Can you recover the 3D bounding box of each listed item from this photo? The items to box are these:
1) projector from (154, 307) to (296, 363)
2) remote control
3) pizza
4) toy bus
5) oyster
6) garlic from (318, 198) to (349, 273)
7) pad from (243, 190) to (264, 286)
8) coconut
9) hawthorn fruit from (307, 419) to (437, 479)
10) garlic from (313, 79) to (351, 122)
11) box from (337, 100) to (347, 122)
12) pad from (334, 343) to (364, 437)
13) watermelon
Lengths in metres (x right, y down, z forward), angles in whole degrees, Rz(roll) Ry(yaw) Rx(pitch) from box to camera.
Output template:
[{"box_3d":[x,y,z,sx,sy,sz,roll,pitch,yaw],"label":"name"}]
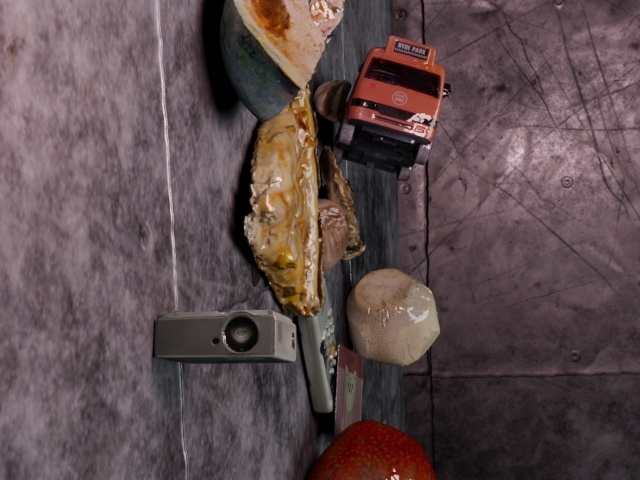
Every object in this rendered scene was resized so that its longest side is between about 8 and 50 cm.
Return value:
[{"box_3d":[-0.112,0.117,1.060,0.115,0.147,0.061,41,48,-75],"label":"projector"},{"box_3d":[-0.001,0.215,1.833,0.140,0.056,0.296,-78,163,-55],"label":"remote control"},{"box_3d":[-0.050,-0.097,1.563,0.435,0.080,0.392,73,18,-65],"label":"pizza"},{"box_3d":[0.151,-0.280,1.973,0.427,0.203,0.233,125,-20,-83],"label":"toy bus"},{"box_3d":[0.033,-0.077,2.004,0.166,0.094,0.294,-108,-179,-74],"label":"oyster"},{"box_3d":[0.004,0.004,1.855,0.128,0.090,0.198,-48,144,-52],"label":"garlic"},{"box_3d":[-0.106,-0.013,1.467,0.112,0.003,0.157,-62,149,-68],"label":"pad"},{"box_3d":[0.193,0.216,2.329,0.245,0.245,0.247,-77,156,-50],"label":"coconut"},{"box_3d":[0.097,0.503,1.799,0.369,0.284,0.285,-99,-179,-59],"label":"hawthorn fruit"},{"box_3d":[0.023,-0.318,1.956,0.113,0.074,0.094,-42,146,-67],"label":"garlic"},{"box_3d":[0.063,-0.328,2.280,0.082,0.023,0.052,55,34,-70],"label":"box"},{"box_3d":[0.068,0.351,1.995,0.300,0.005,0.202,48,43,-71],"label":"pad"},{"box_3d":[-0.088,-0.313,1.309,0.175,0.188,0.322,38,40,-13],"label":"watermelon"}]
